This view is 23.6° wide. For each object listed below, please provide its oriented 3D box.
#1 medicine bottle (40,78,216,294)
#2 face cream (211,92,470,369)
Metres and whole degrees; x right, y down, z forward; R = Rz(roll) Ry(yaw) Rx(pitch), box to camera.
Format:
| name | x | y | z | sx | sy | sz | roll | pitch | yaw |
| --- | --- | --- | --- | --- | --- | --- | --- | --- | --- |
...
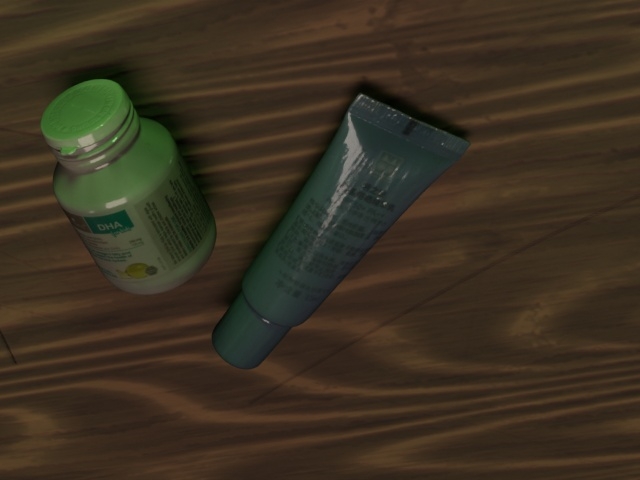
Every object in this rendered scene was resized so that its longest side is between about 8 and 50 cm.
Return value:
| name | x | y | z | sx | sy | sz | roll | pitch | yaw |
| --- | --- | --- | --- | --- | --- | --- | --- | --- | --- |
| medicine bottle | -0.202 | -0.057 | 1.581 | 0.135 | 0.135 | 0.215 | -11 | 134 | 15 |
| face cream | 0.000 | 0.000 | 1.665 | 0.136 | 0.086 | 0.385 | 23 | 127 | -21 |
